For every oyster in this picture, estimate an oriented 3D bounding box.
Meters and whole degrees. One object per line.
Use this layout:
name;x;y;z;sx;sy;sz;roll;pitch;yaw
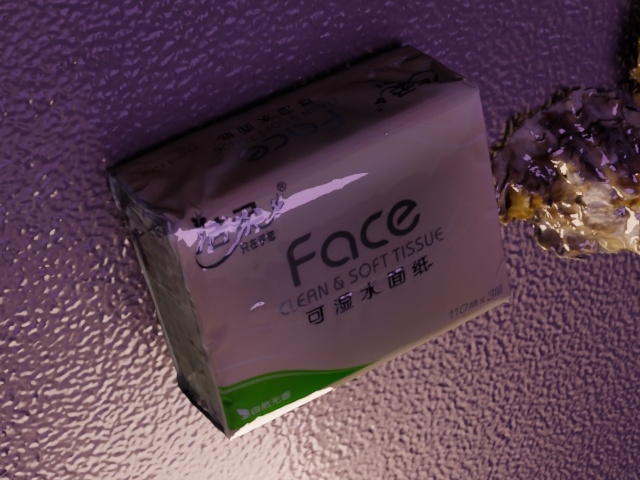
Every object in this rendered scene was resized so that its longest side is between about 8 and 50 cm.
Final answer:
oyster;0.387;-0.068;1.921;0.351;0.115;0.238;33;98;-23

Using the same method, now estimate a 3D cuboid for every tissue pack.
tissue pack;0.000;0.000;1.661;0.405;0.205;0.332;-26;125;-18

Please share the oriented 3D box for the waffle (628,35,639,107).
waffle;0.535;-0.267;1.886;0.262;0.060;0.280;7;123;-33
